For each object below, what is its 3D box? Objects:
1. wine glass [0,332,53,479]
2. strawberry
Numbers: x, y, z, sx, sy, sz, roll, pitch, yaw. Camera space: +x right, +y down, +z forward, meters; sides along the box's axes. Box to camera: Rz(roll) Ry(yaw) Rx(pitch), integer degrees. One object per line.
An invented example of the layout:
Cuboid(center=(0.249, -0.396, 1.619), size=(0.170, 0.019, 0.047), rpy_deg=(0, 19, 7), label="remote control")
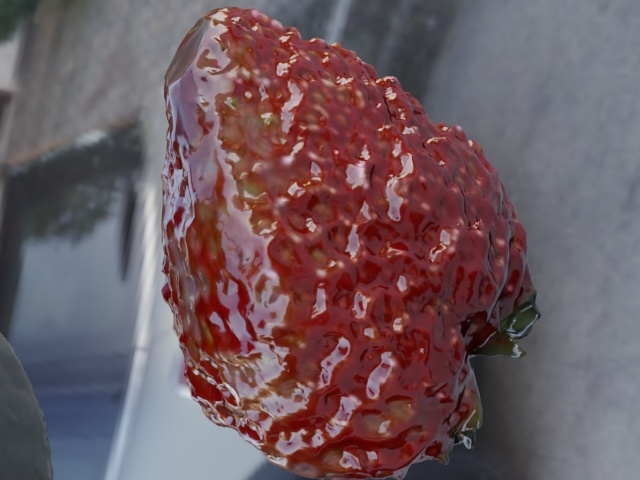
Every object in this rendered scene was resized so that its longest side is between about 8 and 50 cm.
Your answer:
Cuboid(center=(-0.231, -0.003, 0.406), size=(0.406, 0.267, 0.267), rpy_deg=(86, -173, -57), label="wine glass")
Cuboid(center=(-0.003, 0.006, 0.522), size=(0.131, 0.148, 0.131), rpy_deg=(-42, 28, 29), label="strawberry")
